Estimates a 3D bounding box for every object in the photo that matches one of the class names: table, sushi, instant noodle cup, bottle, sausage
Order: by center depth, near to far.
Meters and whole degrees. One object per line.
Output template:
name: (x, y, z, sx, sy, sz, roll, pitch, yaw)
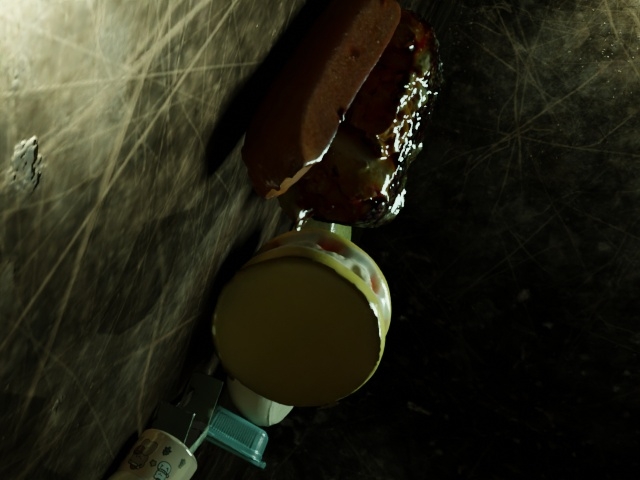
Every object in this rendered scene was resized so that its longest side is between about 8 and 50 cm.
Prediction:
sausage: (0.000, -0.187, 0.857, 0.102, 0.102, 0.330, 105, 10, -59)
bottle: (-0.240, 0.332, 0.955, 0.152, 0.099, 0.099, -55, 169, -37)
sushi: (0.048, -0.166, 1.058, 0.182, 0.197, 0.343, 23, 87, -65)
table: (-0.222, 0.305, 1.117, 0.146, 0.063, 0.175, -39, 150, -77)
instant noodle cup: (-0.167, 0.382, 1.424, 0.070, 0.157, 0.179, -61, 174, -18)

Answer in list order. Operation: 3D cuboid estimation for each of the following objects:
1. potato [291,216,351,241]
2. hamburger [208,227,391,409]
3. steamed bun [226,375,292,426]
potato: (0.000, 0.000, 1.505, 0.269, 0.112, 0.255, -49, 160, -48)
hamburger: (-0.034, 0.127, 1.167, 0.302, 0.261, 0.186, -48, -176, 20)
steamed bun: (-0.106, 0.248, 1.466, 0.232, 0.145, 0.231, -54, 161, -28)
